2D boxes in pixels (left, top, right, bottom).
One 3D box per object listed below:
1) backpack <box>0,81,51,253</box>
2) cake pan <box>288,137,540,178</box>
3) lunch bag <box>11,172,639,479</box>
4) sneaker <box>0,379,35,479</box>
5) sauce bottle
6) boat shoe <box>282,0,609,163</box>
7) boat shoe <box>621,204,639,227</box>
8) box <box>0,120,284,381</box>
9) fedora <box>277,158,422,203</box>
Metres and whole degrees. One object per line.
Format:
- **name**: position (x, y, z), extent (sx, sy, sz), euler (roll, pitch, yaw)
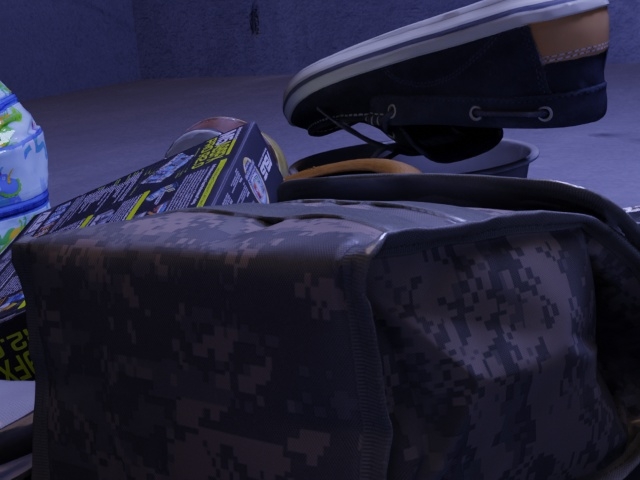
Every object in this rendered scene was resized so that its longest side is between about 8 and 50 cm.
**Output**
- **backpack**: position (-0.418, -0.031, 0.967), extent (0.355, 0.274, 0.290), euler (7, 6, -4)
- **cake pan**: position (0.110, -0.073, 1.282), extent (0.293, 0.054, 0.293), euler (-5, 14, 1)
- **lunch bag**: position (0.031, 0.051, 0.568), extent (0.235, 0.169, 0.287), euler (3, 7, 42)
- **sneaker**: position (-0.262, 0.094, 0.609), extent (0.271, 0.108, 0.100), euler (-3, 12, 5)
- **sauce bottle**: position (-0.091, -0.067, 1.090), extent (0.111, 0.112, 0.344), euler (-5, 2, 0)
- **boat shoe**: position (0.121, -0.161, 1.220), extent (0.186, 0.156, 0.500), euler (-21, 8, -34)
- **boat shoe**: position (0.334, -0.019, 0.829), extent (0.335, 0.119, 0.121), euler (-1, 14, 14)
- **box**: position (-0.147, 0.014, 0.793), extent (0.216, 0.060, 0.270), euler (-22, 19, 12)
- **fedora**: position (0.000, 0.000, 0.881), extent (0.194, 0.079, 0.194), euler (-17, 21, 7)
